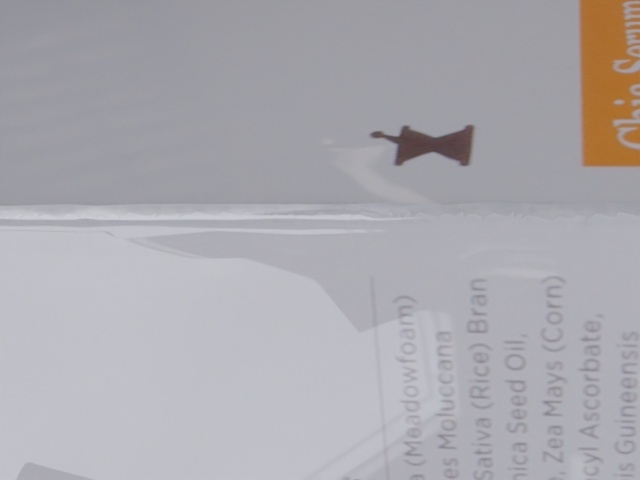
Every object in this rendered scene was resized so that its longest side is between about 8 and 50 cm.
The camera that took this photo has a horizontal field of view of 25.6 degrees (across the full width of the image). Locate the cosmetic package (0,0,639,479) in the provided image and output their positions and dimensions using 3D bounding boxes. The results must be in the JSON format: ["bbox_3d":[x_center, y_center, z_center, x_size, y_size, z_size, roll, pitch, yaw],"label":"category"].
[{"bbox_3d":[0.000,0.000,0.460,0.230,0.453,0.161,-76,-17,-57],"label":"cosmetic package"}]
